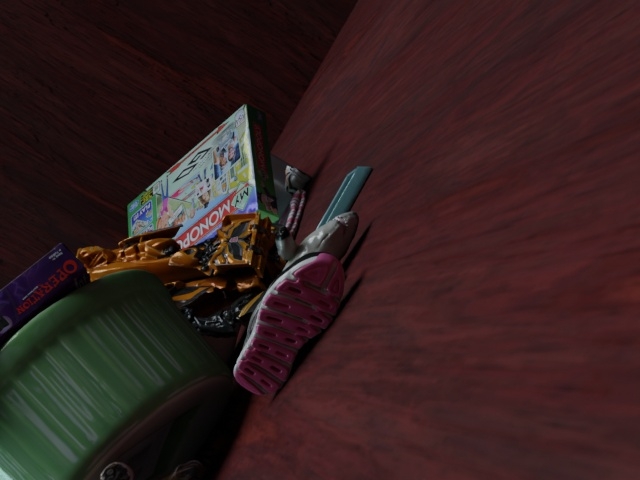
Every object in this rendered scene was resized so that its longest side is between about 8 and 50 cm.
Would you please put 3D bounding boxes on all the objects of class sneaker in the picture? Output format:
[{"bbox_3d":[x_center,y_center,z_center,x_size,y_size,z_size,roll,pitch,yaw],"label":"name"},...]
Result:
[{"bbox_3d":[-0.045,-0.097,1.924,0.044,0.040,0.109,-61,7,1],"label":"sneaker"},{"bbox_3d":[-0.028,0.062,1.054,0.075,0.063,0.170,-79,15,-52],"label":"sneaker"}]

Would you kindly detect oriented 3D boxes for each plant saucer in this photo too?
[{"bbox_3d":[0.000,0.000,1.308,0.192,0.018,0.067,-60,7,-11],"label":"plant saucer"}]

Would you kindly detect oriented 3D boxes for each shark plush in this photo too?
[{"bbox_3d":[-0.004,0.044,1.137,0.067,0.073,0.161,-39,-31,-46],"label":"shark plush"}]

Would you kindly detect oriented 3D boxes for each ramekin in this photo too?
[{"bbox_3d":[-0.235,0.191,1.245,0.303,0.148,0.303,-42,-18,-17],"label":"ramekin"}]

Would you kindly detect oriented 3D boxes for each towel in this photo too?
[{"bbox_3d":[-0.074,0.010,1.734,0.144,0.029,0.197,-56,8,22],"label":"towel"}]

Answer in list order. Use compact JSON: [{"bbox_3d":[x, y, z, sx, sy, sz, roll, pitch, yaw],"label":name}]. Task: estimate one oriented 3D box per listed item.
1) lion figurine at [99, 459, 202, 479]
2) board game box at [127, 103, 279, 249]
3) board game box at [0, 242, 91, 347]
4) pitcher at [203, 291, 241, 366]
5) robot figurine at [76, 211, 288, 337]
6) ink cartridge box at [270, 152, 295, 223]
[{"bbox_3d":[-0.255,0.388,1.140,0.392,0.142,0.240,-47,-6,-25],"label":"lion figurine"},{"bbox_3d":[-0.194,-0.045,1.855,0.317,0.046,0.213,-36,46,33],"label":"board game box"},{"bbox_3d":[-0.324,0.154,1.282,0.208,0.056,0.347,-37,-20,-18],"label":"board game box"},{"bbox_3d":[-0.174,0.135,1.552,0.207,0.125,0.178,-53,3,-32],"label":"pitcher"},{"bbox_3d":[-0.173,0.046,1.456,0.291,0.085,0.211,-13,36,14],"label":"robot figurine"},{"bbox_3d":[-0.206,0.013,2.093,0.385,0.160,0.279,-57,8,11],"label":"ink cartridge box"}]
